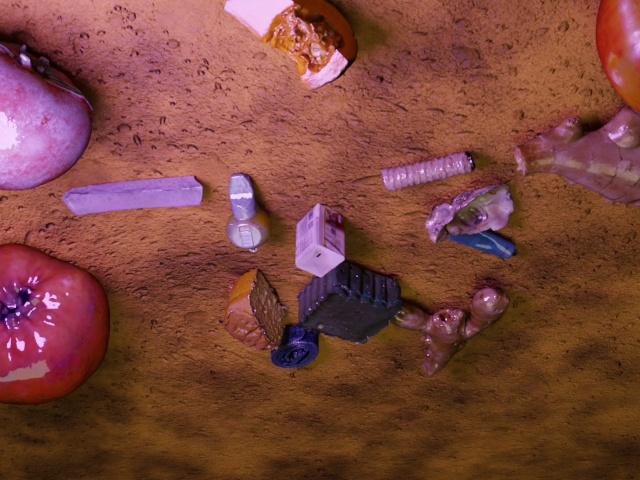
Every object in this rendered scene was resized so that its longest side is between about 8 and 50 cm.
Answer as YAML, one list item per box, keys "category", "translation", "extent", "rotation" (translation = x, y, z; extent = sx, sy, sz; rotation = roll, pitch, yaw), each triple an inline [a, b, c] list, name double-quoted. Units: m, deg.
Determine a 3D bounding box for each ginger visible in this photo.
- category: "ginger"
  translation: [0.641, -0.190, 1.503]
  extent: [0.376, 0.165, 0.236]
  rotation: [9, 147, -17]
- category: "ginger"
  translation: [0.417, 0.271, 2.073]
  extent: [0.363, 0.122, 0.348]
  rotation: [-18, 137, 12]

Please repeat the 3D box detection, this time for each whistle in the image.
- category: "whistle"
  translation: [-0.188, -0.071, 1.707]
  extent: [0.123, 0.122, 0.222]
  rotation: [-5, 117, 7]

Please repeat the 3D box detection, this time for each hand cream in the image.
- category: "hand cream"
  translation: [0.431, -0.001, 1.811]
  extent: [0.224, 0.048, 0.083]
  rotation: [20, 135, -12]

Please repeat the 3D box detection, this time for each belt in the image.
- category: "belt"
  translation: [-0.082, 0.346, 2.170]
  extent: [0.142, 0.082, 0.190]
  rotation: [21, 136, -29]

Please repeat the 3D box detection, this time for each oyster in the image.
- category: "oyster"
  translation: [0.370, -0.074, 1.697]
  extent: [0.233, 0.107, 0.161]
  rotation: [-26, 129, 2]

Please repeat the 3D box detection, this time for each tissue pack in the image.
- category: "tissue pack"
  translation: [0.000, 0.001, 1.730]
  extent: [0.099, 0.148, 0.106]
  rotation: [26, 132, -25]

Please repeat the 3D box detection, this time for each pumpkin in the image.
- category: "pumpkin"
  translation: [-0.045, -0.415, 1.298]
  extent: [0.248, 0.126, 0.131]
  rotation: [46, 132, -16]

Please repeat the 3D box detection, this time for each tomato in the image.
- category: "tomato"
  translation: [-0.620, -0.252, 1.333]
  extent: [0.317, 0.316, 0.282]
  rotation: [31, 105, -30]

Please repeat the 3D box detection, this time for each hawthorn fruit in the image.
- category: "hawthorn fruit"
  translation: [-0.797, 0.238, 1.828]
  extent: [0.473, 0.471, 0.471]
  rotation: [0, 138, 0]

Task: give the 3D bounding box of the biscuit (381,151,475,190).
- category: "biscuit"
  translation: [0.258, -0.169, 1.608]
  extent: [0.219, 0.055, 0.061]
  rotation: [-14, 101, 14]

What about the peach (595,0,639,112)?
- category: "peach"
  translation: [0.683, -0.374, 1.161]
  extent: [0.389, 0.388, 0.388]
  rotation: [0, 138, 0]

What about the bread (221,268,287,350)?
- category: "bread"
  translation: [-0.207, 0.212, 1.975]
  extent: [0.147, 0.160, 0.260]
  rotation: [-6, 142, 20]

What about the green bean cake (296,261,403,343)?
- category: "green bean cake"
  translation: [0.085, 0.183, 1.951]
  extent: [0.255, 0.132, 0.241]
  rotation: [17, 136, -20]

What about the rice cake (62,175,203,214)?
- category: "rice cake"
  translation: [-0.463, -0.114, 1.676]
  extent: [0.365, 0.056, 0.072]
  rotation: [-5, 132, 7]

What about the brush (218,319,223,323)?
- category: "brush"
  translation: [-0.301, 0.277, 2.150]
  extent: [0.024, 0.008, 0.083]
  rotation: [-17, 136, 24]
